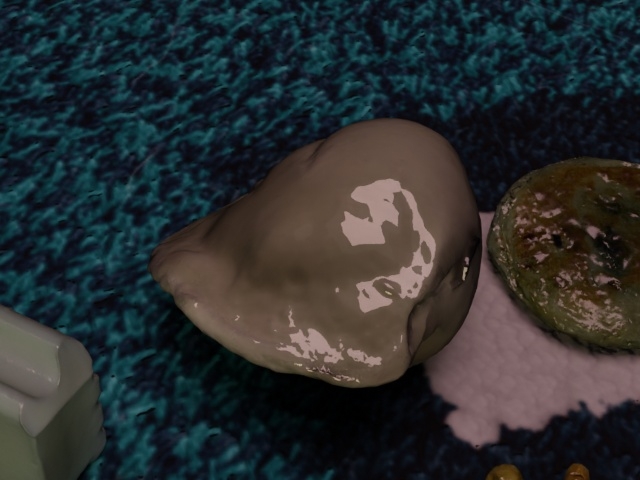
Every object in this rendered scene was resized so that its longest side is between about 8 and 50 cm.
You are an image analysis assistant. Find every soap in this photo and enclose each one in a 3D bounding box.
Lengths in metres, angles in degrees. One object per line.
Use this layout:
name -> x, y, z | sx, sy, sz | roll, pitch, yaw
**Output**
soap -> -0.233, 0.078, 0.712 | 0.198, 0.119, 0.066 | 23, 53, 13

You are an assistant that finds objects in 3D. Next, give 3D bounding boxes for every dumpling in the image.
dumpling -> 0.000, 0.006, 0.801 | 0.227, 0.243, 0.175 | -3, 88, 14

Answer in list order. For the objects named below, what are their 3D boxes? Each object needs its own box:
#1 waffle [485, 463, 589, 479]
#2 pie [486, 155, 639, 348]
waffle -> 0.191, 0.253, 0.651 | 0.301, 0.058, 0.281 | 31, 53, 20
pie -> 0.219, 0.004, 0.878 | 0.187, 0.041, 0.187 | 3, 50, -4
